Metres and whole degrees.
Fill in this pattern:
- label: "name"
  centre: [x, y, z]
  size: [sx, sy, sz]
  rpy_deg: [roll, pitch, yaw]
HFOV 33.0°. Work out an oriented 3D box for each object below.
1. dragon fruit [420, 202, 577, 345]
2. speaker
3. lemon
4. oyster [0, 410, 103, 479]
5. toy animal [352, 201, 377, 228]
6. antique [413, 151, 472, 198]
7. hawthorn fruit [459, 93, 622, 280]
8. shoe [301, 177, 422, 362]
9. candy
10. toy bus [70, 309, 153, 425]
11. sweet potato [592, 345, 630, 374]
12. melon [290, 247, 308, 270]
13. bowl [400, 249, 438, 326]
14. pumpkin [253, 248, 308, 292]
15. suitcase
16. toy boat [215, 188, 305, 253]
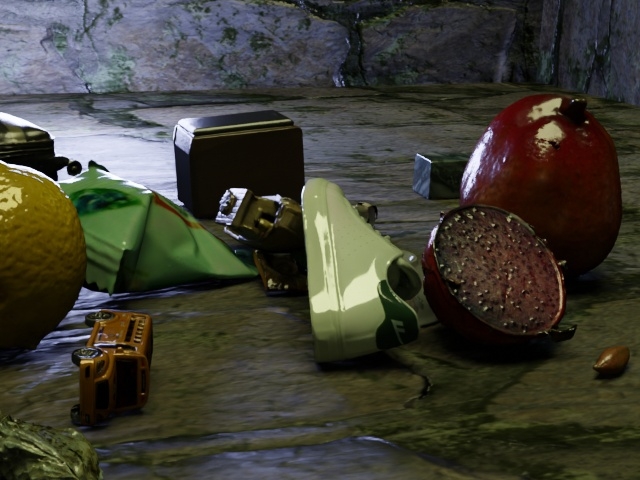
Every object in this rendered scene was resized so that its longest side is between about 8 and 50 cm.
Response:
- label: "dragon fruit"
  centre: [0.227, 0.073, 1.538]
  size: [0.224, 0.148, 0.218]
  rpy_deg: [12, 52, -20]
- label: "speaker"
  centre: [-0.164, -0.151, 2.161]
  size: [0.231, 0.192, 0.153]
  rpy_deg: [-8, 20, -19]
- label: "lemon"
  centre: [-0.422, 0.014, 1.427]
  size: [0.228, 0.253, 0.228]
  rpy_deg: [2, 3, 0]
- label: "oyster"
  centre: [-0.281, 0.218, 1.095]
  size: [0.125, 0.064, 0.177]
  rpy_deg: [13, 2, -16]
- label: "toy animal"
  centre: [0.044, -0.050, 2.038]
  size: [0.124, 0.071, 0.085]
  rpy_deg: [9, 18, 22]
- label: "antique"
  centre: [0.305, -0.145, 2.377]
  size: [0.183, 0.088, 0.086]
  rpy_deg: [-4, 18, -19]
- label: "hawthorn fruit"
  centre: [0.367, -0.087, 1.811]
  size: [0.295, 0.311, 0.295]
  rpy_deg: [-2, 4, 0]
- label: "shoe"
  centre: [0.059, 0.025, 1.527]
  size: [0.160, 0.132, 0.363]
  rpy_deg: [-4, 37, 0]
- label: "candy"
  centre: [-0.268, 0.005, 1.719]
  size: [0.263, 0.172, 0.398]
  rpy_deg: [29, 8, 35]
- label: "toy bus"
  centre: [-0.245, 0.148, 1.289]
  size: [0.088, 0.083, 0.194]
  rpy_deg: [2, 15, -5]
- label: "sweet potato"
  centre: [0.391, 0.158, 1.437]
  size: [0.034, 0.034, 0.095]
  rpy_deg: [15, 24, 37]
- label: "melon"
  centre: [0.000, 0.000, 1.852]
  size: [0.118, 0.064, 0.209]
  rpy_deg: [19, 17, 11]
- label: "bowl"
  centre: [0.104, 0.063, 1.634]
  size: [0.189, 0.086, 0.189]
  rpy_deg: [2, 17, -1]
- label: "pumpkin"
  centre: [-0.066, 0.056, 1.714]
  size: [0.073, 0.035, 0.101]
  rpy_deg: [9, 34, -23]
- label: "suitcase"
  centre: [-0.687, -0.128, 1.994]
  size: [0.434, 0.194, 0.283]
  rpy_deg: [-11, 20, -34]
- label: "toy boat"
  centre: [-0.102, -0.037, 1.782]
  size: [0.121, 0.089, 0.321]
  rpy_deg: [27, -7, -18]
